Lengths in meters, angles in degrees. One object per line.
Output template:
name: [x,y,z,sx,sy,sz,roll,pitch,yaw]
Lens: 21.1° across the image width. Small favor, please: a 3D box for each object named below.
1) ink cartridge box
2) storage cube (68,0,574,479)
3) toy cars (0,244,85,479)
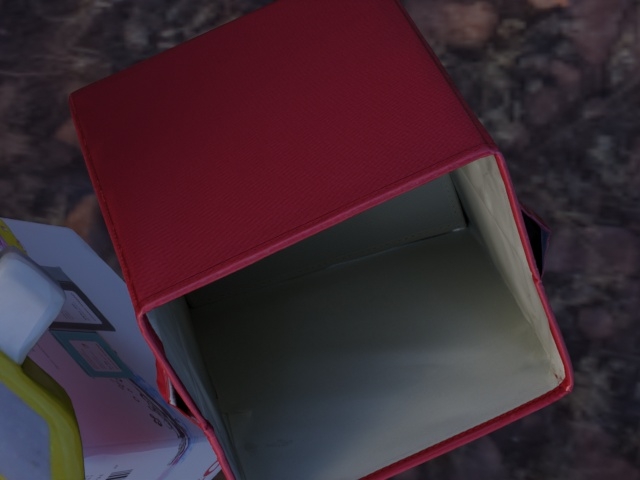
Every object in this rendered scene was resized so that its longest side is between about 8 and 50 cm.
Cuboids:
ink cartridge box: [-0.209,0.117,1.011,0.198,0.270,0.197,-47,74,10]
storage cube: [0.000,0.000,0.917,0.215,0.193,0.184,-25,131,-1]
toy cars: [-0.168,-0.011,0.478,0.087,0.393,0.176,-50,147,-7]
